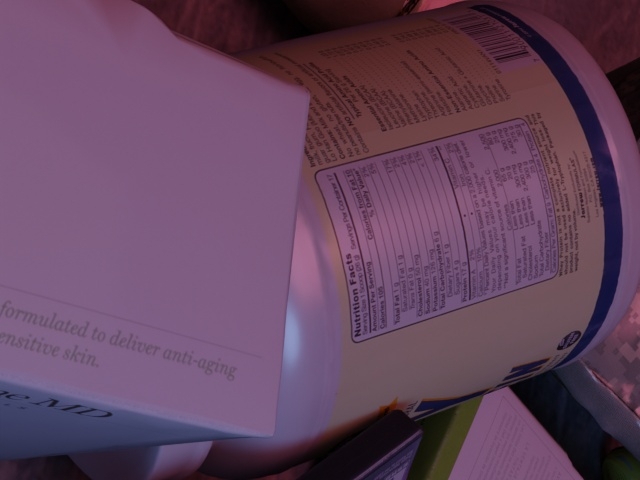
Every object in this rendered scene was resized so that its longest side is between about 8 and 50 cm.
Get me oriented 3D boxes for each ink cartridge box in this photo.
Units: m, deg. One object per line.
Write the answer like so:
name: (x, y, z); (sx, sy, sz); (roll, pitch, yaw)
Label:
ink cartridge box: (0.105, 0.226, 1.168); (0.255, 0.097, 0.189); (49, 54, -33)

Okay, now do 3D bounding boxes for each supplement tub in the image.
supplement tub: (0.000, 0.000, 0.995); (0.325, 0.235, 0.235); (-17, 94, -31)

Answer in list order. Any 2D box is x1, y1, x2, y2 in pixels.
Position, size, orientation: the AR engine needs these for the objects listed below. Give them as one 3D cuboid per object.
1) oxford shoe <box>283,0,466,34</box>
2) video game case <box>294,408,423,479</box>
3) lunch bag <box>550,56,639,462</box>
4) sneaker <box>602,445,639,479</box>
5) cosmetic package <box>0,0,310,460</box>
oxford shoe: (0.080, -0.300, 1.206); (0.146, 0.140, 0.397); (37, 58, -24)
video game case: (-0.043, 0.232, 0.951); (0.196, 0.026, 0.274); (-31, 148, -39)
lunch bag: (0.248, 0.034, 1.267); (0.235, 0.169, 0.287); (47, 50, -15)
sneaker: (0.225, 0.253, 1.284); (0.094, 0.081, 0.208); (-3, 63, -4)
cosmetic package: (-0.198, 0.007, 0.744); (0.197, 0.365, 0.155); (19, 71, -38)
